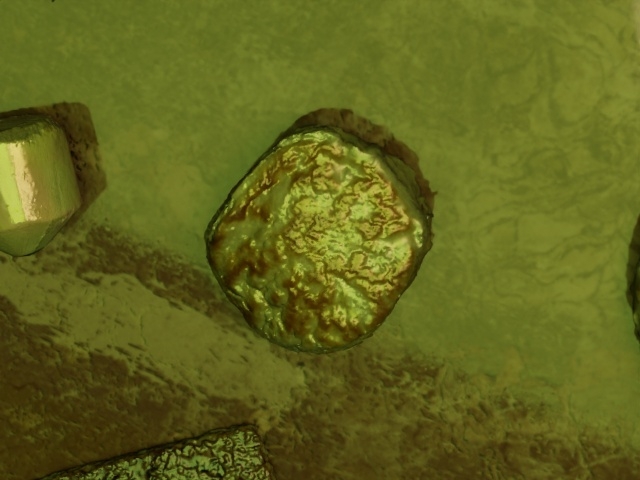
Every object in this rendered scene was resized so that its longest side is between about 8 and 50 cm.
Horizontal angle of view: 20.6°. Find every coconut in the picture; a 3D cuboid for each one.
[{"bbox_3d":[-0.271,-0.045,1.566,0.116,0.116,0.122,-7,103,7],"label":"coconut"}]

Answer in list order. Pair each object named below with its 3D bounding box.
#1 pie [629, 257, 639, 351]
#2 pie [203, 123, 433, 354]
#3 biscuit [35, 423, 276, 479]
[{"bbox_3d":[0.421,0.052,1.531,0.315,0.092,0.315,1,103,5],"label":"pie"},{"bbox_3d":[0.000,0.000,1.561,0.179,0.084,0.205,37,104,-1],"label":"pie"},{"bbox_3d":[-0.153,0.259,1.657,0.237,0.026,0.131,-16,98,7],"label":"biscuit"}]
